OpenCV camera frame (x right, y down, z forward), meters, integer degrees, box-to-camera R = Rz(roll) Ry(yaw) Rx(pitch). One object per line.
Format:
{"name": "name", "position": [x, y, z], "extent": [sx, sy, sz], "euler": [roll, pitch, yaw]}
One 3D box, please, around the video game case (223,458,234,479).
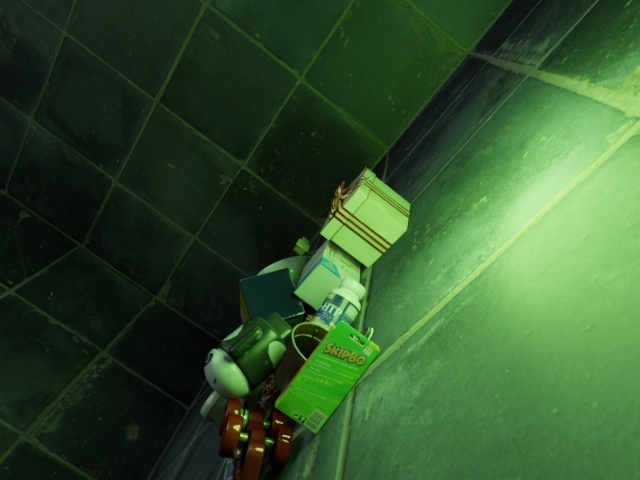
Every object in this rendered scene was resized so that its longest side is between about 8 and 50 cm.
{"name": "video game case", "position": [-0.246, 0.654, 1.394], "extent": [0.190, 0.022, 0.173], "euler": [-48, 26, 41]}

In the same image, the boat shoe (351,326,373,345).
{"name": "boat shoe", "position": [0.090, 0.271, 1.189], "extent": [0.125, 0.038, 0.046], "euler": [-50, 8, 23]}

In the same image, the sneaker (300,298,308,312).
{"name": "sneaker", "position": [-0.083, 0.306, 2.003], "extent": [0.279, 0.107, 0.119], "euler": [-26, 59, 55]}

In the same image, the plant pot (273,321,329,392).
{"name": "plant pot", "position": [-0.040, 0.347, 1.250], "extent": [0.165, 0.166, 0.167], "euler": [-59, 4, 25]}

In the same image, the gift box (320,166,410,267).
{"name": "gift box", "position": [0.170, -0.111, 1.639], "extent": [0.276, 0.258, 0.255], "euler": [-51, 8, 26]}

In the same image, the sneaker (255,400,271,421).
{"name": "sneaker", "position": [-0.227, 0.611, 1.500], "extent": [0.158, 0.064, 0.061], "euler": [-58, 8, -35]}

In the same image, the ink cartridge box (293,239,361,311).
{"name": "ink cartridge box", "position": [0.034, 0.137, 1.668], "extent": [0.168, 0.171, 0.233], "euler": [-50, 8, 21]}

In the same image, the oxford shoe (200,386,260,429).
{"name": "oxford shoe", "position": [-0.293, 0.602, 1.622], "extent": [0.169, 0.130, 0.449], "euler": [-57, -13, -9]}

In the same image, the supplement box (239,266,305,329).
{"name": "supplement box", "position": [-0.197, 0.284, 1.748], "extent": [0.195, 0.194, 0.357], "euler": [-14, -26, -17]}

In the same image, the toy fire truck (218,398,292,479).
{"name": "toy fire truck", "position": [-0.195, 0.576, 1.171], "extent": [0.302, 0.169, 0.254], "euler": [164, 123, -78]}

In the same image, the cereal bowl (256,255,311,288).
{"name": "cereal bowl", "position": [-0.144, 0.217, 2.171], "extent": [0.338, 0.141, 0.339], "euler": [-18, -26, -9]}

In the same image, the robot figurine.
{"name": "robot figurine", "position": [-0.210, 0.336, 1.328], "extent": [0.278, 0.209, 0.173], "euler": [-38, 29, -27]}

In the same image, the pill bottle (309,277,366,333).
{"name": "pill bottle", "position": [0.058, 0.213, 1.381], "extent": [0.187, 0.112, 0.112], "euler": [-56, 8, -20]}

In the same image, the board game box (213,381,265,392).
{"name": "board game box", "position": [-0.315, 0.577, 1.927], "extent": [0.275, 0.144, 0.142], "euler": [-48, 8, 33]}

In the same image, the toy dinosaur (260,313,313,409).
{"name": "toy dinosaur", "position": [-0.108, 0.410, 1.532], "extent": [0.322, 0.164, 0.218], "euler": [-41, 19, -7]}

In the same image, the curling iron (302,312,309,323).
{"name": "curling iron", "position": [-0.089, 0.359, 1.923], "extent": [0.274, 0.035, 0.068], "euler": [134, 134, -67]}

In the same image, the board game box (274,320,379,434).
{"name": "board game box", "position": [0.017, 0.322, 1.066], "extent": [0.259, 0.124, 0.039], "euler": [-53, 6, 4]}

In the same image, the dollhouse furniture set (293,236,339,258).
{"name": "dollhouse furniture set", "position": [0.000, 0.000, 1.853], "extent": [0.101, 0.160, 0.182], "euler": [-47, 11, 43]}
